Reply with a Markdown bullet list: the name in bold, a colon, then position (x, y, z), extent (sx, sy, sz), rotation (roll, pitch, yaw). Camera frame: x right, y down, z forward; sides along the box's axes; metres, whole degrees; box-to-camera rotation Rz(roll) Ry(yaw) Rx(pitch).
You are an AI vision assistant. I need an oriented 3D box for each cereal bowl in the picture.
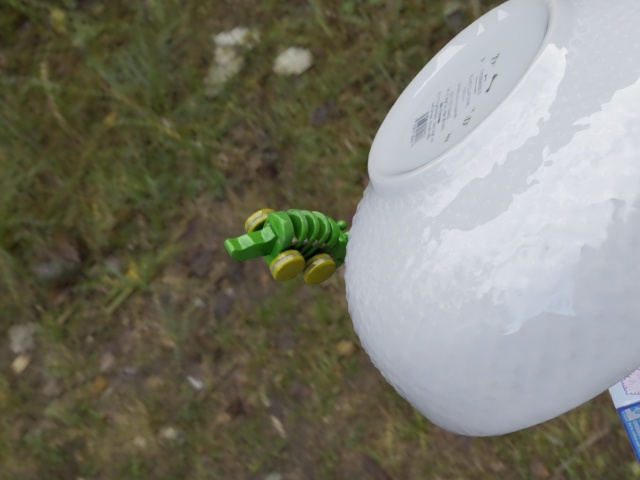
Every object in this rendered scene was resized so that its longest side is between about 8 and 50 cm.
- **cereal bowl**: position (0.135, -0.052, 0.984), extent (0.339, 0.141, 0.339), rotation (-41, 21, 19)

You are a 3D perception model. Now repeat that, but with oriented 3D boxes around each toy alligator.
- **toy alligator**: position (0.000, 0.000, 1.287), extent (0.051, 0.189, 0.056), rotation (-48, 57, 28)

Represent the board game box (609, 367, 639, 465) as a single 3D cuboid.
- **board game box**: position (0.537, 0.238, 1.846), extent (0.318, 0.319, 0.066), rotation (-22, 31, 10)
